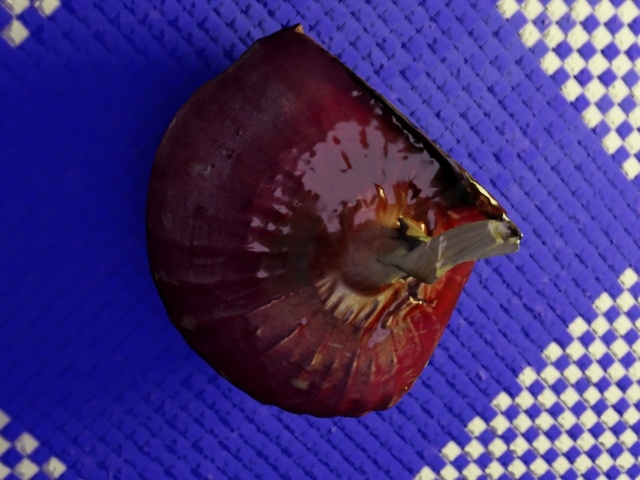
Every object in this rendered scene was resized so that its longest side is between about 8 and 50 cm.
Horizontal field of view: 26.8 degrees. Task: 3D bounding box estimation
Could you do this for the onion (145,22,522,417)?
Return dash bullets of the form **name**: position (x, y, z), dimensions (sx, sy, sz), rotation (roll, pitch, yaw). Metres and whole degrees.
- **onion**: position (-0.011, -0.002, 0.959), dimensions (0.256, 0.272, 0.230), rotation (44, 98, 11)
